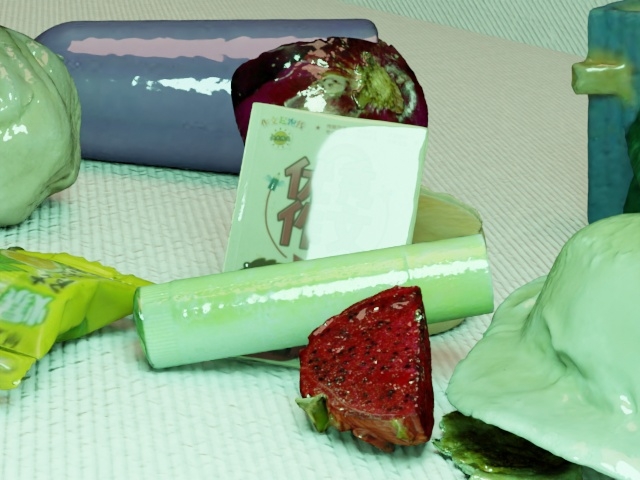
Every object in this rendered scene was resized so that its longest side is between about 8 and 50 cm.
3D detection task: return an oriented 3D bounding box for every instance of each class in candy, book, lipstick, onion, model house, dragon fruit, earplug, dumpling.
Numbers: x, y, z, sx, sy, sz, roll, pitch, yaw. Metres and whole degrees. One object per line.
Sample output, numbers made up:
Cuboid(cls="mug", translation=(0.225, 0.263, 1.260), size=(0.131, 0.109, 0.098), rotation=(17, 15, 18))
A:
Cuboid(cls="candy", translation=(-0.260, 0.050, 1.349), size=(0.187, 0.081, 0.297), rotation=(15, 17, 17))
Cuboid(cls="book", translation=(0.000, 0.000, 1.407), size=(0.162, 0.232, 0.022), rotation=(9, -11, 3))
Cuboid(cls="lipstick", translation=(-0.007, 0.052, 1.347), size=(0.304, 0.076, 0.076), rotation=(-8, 17, 0))
Cuboid(cls="onion", translation=(-0.007, -0.101, 1.550), size=(0.195, 0.140, 0.218), rotation=(-10, -14, -41))
Cuboid(cls="model house", translation=(0.471, -0.095, 1.841), size=(0.342, 0.335, 0.382), rotation=(-2, 21, 2))
Cuboid(cls="dragon fruit", translation=(0.038, 0.117, 1.272), size=(0.106, 0.083, 0.162), rotation=(-9, 41, 10))
Cuboid(cls="earplug", translation=(-0.156, -0.184, 2.003), size=(0.455, 0.215, 0.215), rotation=(2, 17, -7))
Cuboid(cls="dumpling", translation=(0.259, 0.076, 1.259), size=(0.270, 0.212, 0.320), rotation=(20, 0, 4))

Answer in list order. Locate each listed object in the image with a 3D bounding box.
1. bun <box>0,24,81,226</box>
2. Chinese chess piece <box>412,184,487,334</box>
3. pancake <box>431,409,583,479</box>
Cuboid(cls="bun", translation=(-0.378, -0.133, 1.702), size=(0.281, 0.205, 0.281), rotation=(9, 15, -2))
Cuboid(cls="Chinese chess piece", translation=(0.038, 0.010, 1.587), size=(0.257, 0.104, 0.257), rotation=(7, 17, -2))
Cuboid(cls="pancake", translation=(0.148, 0.167, 1.249), size=(0.116, 0.023, 0.129), rotation=(1, 22, -22))
